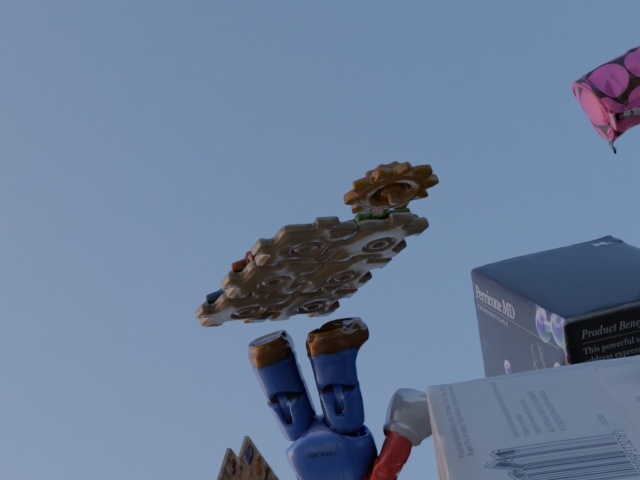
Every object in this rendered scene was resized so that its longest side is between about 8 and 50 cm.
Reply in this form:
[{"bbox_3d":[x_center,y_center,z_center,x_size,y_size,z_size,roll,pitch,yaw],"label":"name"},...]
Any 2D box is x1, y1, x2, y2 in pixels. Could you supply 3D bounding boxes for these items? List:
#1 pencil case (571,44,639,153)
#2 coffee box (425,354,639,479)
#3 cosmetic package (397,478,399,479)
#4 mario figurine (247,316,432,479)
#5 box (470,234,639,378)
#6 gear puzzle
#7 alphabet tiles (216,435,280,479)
[{"bbox_3d":[0.403,-0.193,1.531,0.209,0.098,0.095,-32,-76,-3],"label":"pencil case"},{"bbox_3d":[0.275,0.284,0.981,0.338,0.337,0.335,-9,-81,3],"label":"coffee box"},{"bbox_3d":[0.074,0.341,1.764,0.060,0.099,0.239,-40,-30,0],"label":"cosmetic package"},{"bbox_3d":[0.020,0.245,1.408,0.170,0.198,0.321,-15,-85,-37],"label":"mario figurine"},{"bbox_3d":[0.353,0.225,1.602,0.211,0.293,0.396,-12,-78,-12],"label":"box"},{"bbox_3d":[0.000,0.000,1.277,0.175,0.044,0.339,-3,-23,-28],"label":"gear puzzle"},{"bbox_3d":[-0.109,0.407,1.914,0.009,0.198,0.237,2,-35,23],"label":"alphabet tiles"}]
